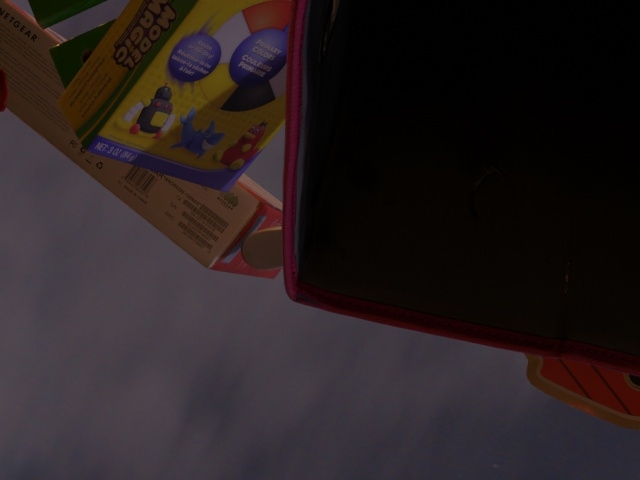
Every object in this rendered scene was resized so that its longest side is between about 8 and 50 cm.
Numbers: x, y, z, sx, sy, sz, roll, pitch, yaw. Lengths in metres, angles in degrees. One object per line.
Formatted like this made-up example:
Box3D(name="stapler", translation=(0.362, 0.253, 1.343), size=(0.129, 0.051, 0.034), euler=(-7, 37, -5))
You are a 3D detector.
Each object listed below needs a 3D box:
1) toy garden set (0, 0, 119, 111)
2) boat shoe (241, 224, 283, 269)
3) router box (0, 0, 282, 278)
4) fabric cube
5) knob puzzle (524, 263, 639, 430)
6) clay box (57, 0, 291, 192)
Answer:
Box3D(name="toy garden set", translation=(-0.238, -0.215, 0.815), size=(0.204, 0.049, 0.244), euler=(-25, -105, -1))
Box3D(name="boat shoe", translation=(0.000, 0.000, 0.892), size=(0.142, 0.040, 0.049), euler=(-4, -82, 4))
Box3D(name="router box", translation=(-0.182, -0.094, 1.058), size=(0.335, 0.301, 0.082), euler=(38, -88, 8))
Box3D(name="fabric cube", translation=(0.137, -0.116, 0.392), size=(0.259, 0.254, 0.258), euler=(12, -120, 2))
Box3D(name="knob puzzle", translation=(0.207, 0.035, 0.614), size=(0.213, 0.030, 0.213), euler=(1, -88, 18))
Box3D(name="clay box", translation=(-0.043, -0.135, 0.603), size=(0.222, 0.127, 0.053), euler=(-48, -123, 20))
